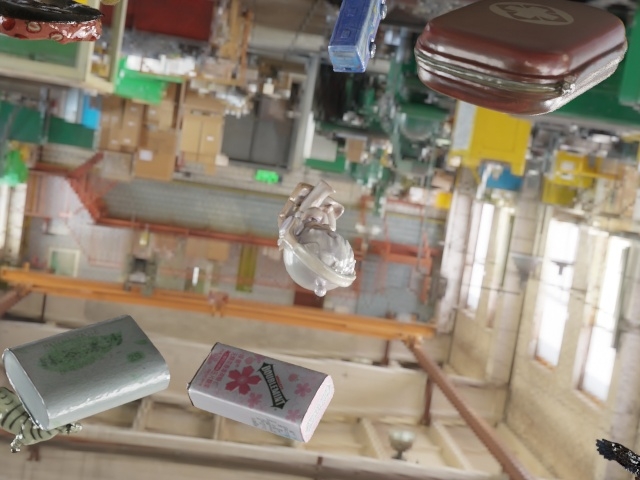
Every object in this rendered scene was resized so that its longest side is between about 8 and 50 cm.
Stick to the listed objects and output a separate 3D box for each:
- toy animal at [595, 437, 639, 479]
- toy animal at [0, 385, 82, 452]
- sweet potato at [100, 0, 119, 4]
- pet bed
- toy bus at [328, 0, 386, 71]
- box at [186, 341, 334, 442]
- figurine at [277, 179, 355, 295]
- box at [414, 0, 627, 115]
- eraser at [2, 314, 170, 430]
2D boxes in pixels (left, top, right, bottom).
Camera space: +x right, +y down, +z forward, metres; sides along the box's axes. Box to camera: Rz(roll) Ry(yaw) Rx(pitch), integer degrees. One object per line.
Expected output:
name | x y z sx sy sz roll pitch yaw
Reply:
toy animal | 0.667 0.467 1.892 0.220 0.062 0.108 13 -131 22
toy animal | -0.570 0.334 1.757 0.217 0.176 0.073 37 -137 -6
sweet potato | -0.484 -0.573 2.115 0.059 0.069 0.249 49 172 -26
pet bed | -0.439 -0.353 1.446 0.201 0.053 0.201 9 -156 -4
toy bus | 0.081 -0.451 1.887 0.079 0.236 0.094 8 152 13
box | -0.168 0.406 2.516 0.370 0.112 0.190 13 -131 23
figurine | -0.002 0.003 1.639 0.162 0.141 0.236 34 -158 -25
box | 0.322 -0.305 1.454 0.263 0.108 0.404 22 -148 26
eraser | -0.398 0.220 1.577 0.227 0.081 0.174 -16 -131 -37
